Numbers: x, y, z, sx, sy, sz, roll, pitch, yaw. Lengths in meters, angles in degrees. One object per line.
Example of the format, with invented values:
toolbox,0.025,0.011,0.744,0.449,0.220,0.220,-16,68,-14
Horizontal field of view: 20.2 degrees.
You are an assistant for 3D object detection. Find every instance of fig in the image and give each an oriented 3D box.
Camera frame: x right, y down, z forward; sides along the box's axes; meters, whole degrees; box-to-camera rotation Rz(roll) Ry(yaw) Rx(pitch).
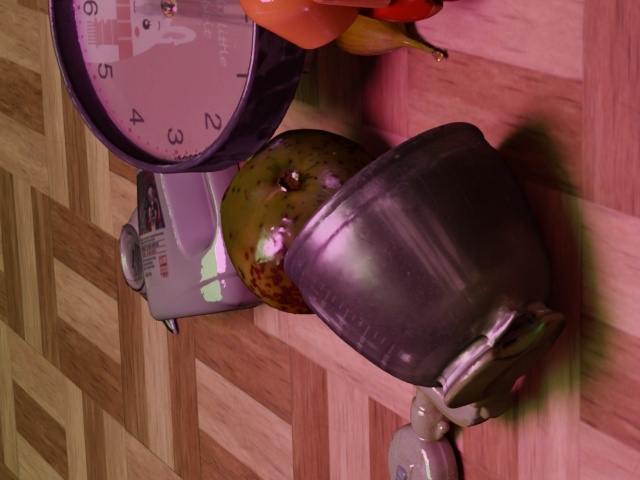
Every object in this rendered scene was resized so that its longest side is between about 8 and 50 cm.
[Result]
fig,0.058,-0.219,1.936,0.166,0.093,0.093,56,146,28

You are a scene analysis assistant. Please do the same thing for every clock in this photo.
clock,-0.168,-0.261,2.000,0.386,0.076,0.386,13,108,45

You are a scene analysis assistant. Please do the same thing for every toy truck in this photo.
toy truck,0.029,-0.325,1.776,0.189,0.239,0.265,29,123,59

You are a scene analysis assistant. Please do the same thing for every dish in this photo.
dish,-0.246,0.031,2.666,0.224,0.078,0.246,53,143,43

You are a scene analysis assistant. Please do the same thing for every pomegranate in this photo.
pomegranate,0.000,0.000,2.034,0.214,0.214,0.248,55,178,43

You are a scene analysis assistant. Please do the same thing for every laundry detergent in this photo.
laundry detergent,-0.175,-0.097,2.427,0.264,0.124,0.398,167,96,-66

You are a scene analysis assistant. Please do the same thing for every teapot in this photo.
teapot,0.100,0.066,1.765,0.239,0.239,0.321,54,135,17

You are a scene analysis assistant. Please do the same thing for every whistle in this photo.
whistle,0.114,0.213,1.985,0.104,0.057,0.198,44,137,50

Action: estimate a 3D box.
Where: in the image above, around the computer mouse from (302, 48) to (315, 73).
computer mouse,-0.043,-0.349,2.014,0.197,0.095,0.331,-52,-36,-85
